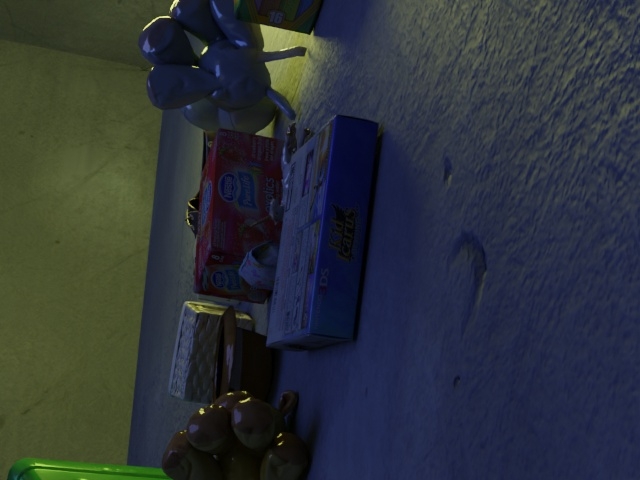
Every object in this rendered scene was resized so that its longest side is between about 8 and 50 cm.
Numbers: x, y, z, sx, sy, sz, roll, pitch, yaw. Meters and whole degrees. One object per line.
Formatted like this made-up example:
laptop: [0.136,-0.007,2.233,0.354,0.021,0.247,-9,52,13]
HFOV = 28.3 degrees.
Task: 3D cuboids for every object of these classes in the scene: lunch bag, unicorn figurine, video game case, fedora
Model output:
lunch bag: [-0.071,0.036,1.838,0.071,0.083,0.053,119,157,-57]
unicorn figurine: [-0.045,-0.098,1.907,0.162,0.060,0.111,-71,0,-52]
video game case: [0.000,0.000,1.610,0.244,0.061,0.269,149,129,-75]
fedora: [-0.117,0.195,1.928,0.194,0.079,0.194,-176,90,-80]

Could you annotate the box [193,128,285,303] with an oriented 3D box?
box: [-0.129,-0.041,2.053,0.128,0.123,0.257,117,159,-49]

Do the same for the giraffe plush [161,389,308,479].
giraffe plush: [-0.094,0.266,1.679,0.170,0.181,0.210,-83,-26,-59]

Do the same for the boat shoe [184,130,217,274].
boat shoe: [-0.213,-0.069,2.489,0.116,0.097,0.324,-106,29,-62]

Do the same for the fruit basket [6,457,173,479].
fruit basket: [-0.370,0.512,2.135,0.392,0.392,0.283,179,100,-77]

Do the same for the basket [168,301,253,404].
basket: [-0.183,0.193,2.136,0.103,0.113,0.167,-174,93,-75]

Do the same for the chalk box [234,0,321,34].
chalk box: [-0.051,-0.457,2.010,0.132,0.132,0.213,-95,19,-46]

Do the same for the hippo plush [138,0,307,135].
hippo plush: [-0.150,-0.295,2.189,0.236,0.294,0.234,59,-141,-74]

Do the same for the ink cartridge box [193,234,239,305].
ink cartridge box: [-0.178,0.011,2.322,0.190,0.082,0.139,-104,27,-63]
